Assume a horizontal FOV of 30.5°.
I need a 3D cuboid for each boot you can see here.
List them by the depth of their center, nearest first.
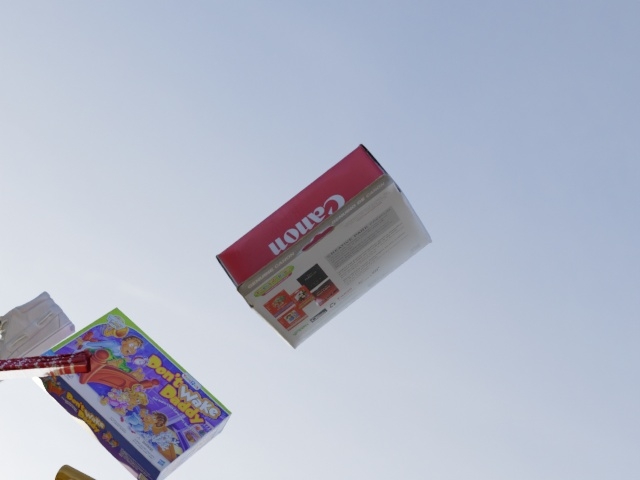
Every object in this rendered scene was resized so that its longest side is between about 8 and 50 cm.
[{"bbox_3d":[-0.666,0.219,2.537,0.123,0.258,0.095,55,-9,-1],"label":"boot"}]

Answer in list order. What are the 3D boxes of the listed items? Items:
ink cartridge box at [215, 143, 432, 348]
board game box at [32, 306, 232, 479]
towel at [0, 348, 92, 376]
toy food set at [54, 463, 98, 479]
[{"bbox_3d":[0.000,0.000,1.947,0.130,0.309,0.272,52,0,31],"label":"ink cartridge box"},{"bbox_3d":[-0.389,0.321,2.428,0.347,0.233,0.078,40,-49,12],"label":"board game box"},{"bbox_3d":[-0.562,0.236,2.179,0.275,0.031,0.199,-4,-11,-11],"label":"towel"},{"bbox_3d":[-0.411,0.486,1.966,0.104,0.111,0.232,25,-77,10],"label":"toy food set"}]
